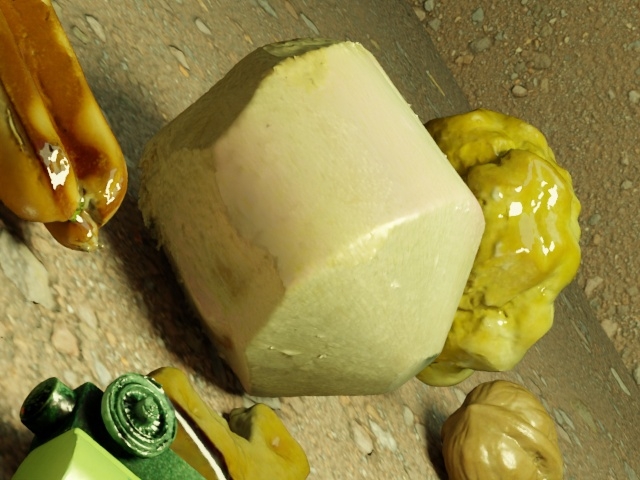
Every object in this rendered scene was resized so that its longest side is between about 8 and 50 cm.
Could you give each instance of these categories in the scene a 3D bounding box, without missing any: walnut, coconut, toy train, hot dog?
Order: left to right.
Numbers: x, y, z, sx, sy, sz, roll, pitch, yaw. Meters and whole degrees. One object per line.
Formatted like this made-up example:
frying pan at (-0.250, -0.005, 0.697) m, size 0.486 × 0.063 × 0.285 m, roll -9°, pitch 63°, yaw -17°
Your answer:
hot dog at (-0.259, -0.129, 1.137) m, size 0.135 × 0.100 × 0.337 m, roll 10°, pitch 46°, yaw -56°
toy train at (-0.108, 0.205, 0.925) m, size 0.253 × 0.105 × 0.157 m, roll 46°, pitch 32°, yaw -24°
coconut at (0.000, 0.000, 1.281) m, size 0.309 × 0.297 × 0.297 m, roll 59°, pitch 17°, yaw 22°
walnut at (0.213, 0.249, 1.647) m, size 0.166 × 0.149 × 0.166 m, roll 9°, pitch 77°, yaw -47°

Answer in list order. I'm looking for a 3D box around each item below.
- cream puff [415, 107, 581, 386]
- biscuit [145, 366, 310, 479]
cream puff at (0.107, -0.002, 1.524) m, size 0.257 × 0.324 × 0.291 m, roll 12°, pitch 70°, yaw -27°
biscuit at (-0.077, 0.168, 1.172) m, size 0.174 × 0.039 × 0.183 m, roll 53°, pitch 16°, yaw -1°
